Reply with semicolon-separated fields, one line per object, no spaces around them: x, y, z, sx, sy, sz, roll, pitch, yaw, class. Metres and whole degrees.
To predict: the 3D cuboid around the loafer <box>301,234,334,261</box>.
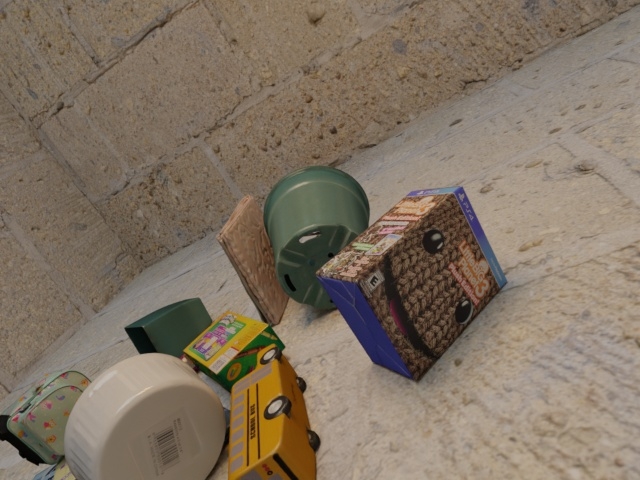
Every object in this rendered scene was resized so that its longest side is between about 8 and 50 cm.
-0.018;0.030;1.543;0.303;0.095;0.109;-24;17;24;loafer

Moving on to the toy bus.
-0.093;0.329;0.826;0.130;0.108;0.332;-34;17;0;toy bus

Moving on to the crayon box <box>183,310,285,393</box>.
-0.230;0.279;1.141;0.165;0.081;0.278;-42;21;-26;crayon box

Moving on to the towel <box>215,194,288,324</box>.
-0.188;0.053;1.377;0.054;0.331;0.317;-20;21;16;towel

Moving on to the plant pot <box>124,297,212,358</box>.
-0.511;0.305;1.541;0.166;0.165;0.234;-14;17;46;plant pot

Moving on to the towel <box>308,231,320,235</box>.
0.045;-0.041;1.601;0.197;0.029;0.144;-7;1;-37;towel

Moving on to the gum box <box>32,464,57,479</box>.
-0.676;0.624;1.131;0.184;0.041;0.157;-33;17;0;gum box

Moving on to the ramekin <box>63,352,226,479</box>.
-0.317;0.368;0.840;0.135;0.277;0.277;5;39;48;ramekin

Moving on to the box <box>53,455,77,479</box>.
-0.480;0.492;1.029;0.214;0.117;0.243;-38;19;-19;box

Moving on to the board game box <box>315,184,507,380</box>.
0.181;0.071;0.852;0.291;0.232;0.141;-40;19;-22;board game box

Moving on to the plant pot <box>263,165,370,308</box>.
0.000;0.000;1.262;0.341;0.341;0.334;-29;26;10;plant pot

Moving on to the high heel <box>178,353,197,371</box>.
-0.434;0.403;1.310;0.244;0.082;0.117;-50;-9;-13;high heel

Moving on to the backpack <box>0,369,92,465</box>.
-0.614;0.399;1.033;0.145;0.165;0.188;-21;24;29;backpack

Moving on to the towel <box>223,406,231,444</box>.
-0.218;0.402;0.971;0.119;0.029;0.067;-11;27;52;towel
